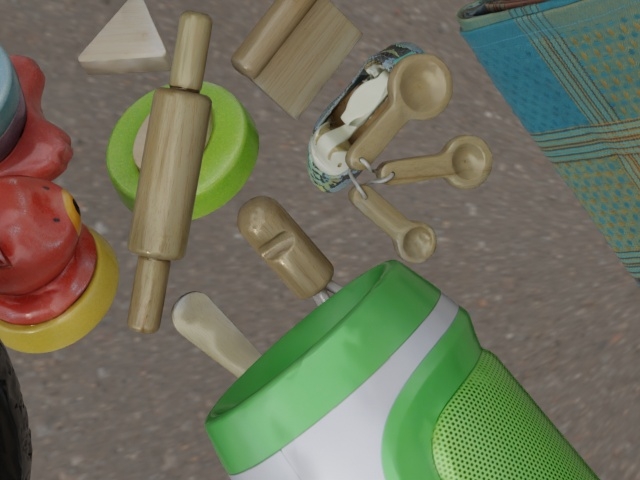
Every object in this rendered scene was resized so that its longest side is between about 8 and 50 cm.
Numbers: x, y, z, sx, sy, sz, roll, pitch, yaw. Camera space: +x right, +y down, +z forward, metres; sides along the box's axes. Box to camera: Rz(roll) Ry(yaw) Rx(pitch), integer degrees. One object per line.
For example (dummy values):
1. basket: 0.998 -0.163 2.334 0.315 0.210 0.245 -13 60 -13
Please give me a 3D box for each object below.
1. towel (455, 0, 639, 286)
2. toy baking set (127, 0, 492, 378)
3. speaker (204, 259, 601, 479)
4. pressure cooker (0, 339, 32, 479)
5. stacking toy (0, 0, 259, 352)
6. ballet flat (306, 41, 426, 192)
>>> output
1. towel: 0.297 -0.073 1.422 0.040 0.271 0.370 -49 114 -23
2. toy baking set: -0.006 -0.003 0.857 0.196 0.030 0.256 13 92 -23
3. speaker: 0.087 0.154 0.707 0.131 0.131 0.296 -40 95 12
4. pressure cooker: -0.412 0.076 1.049 0.375 0.420 0.370 -24 122 -16
5. stacking toy: -0.222 -0.097 1.375 0.279 0.130 0.309 -35 55 -5
6. ballet flat: 0.029 -0.109 1.522 0.070 0.070 0.188 44 126 11
